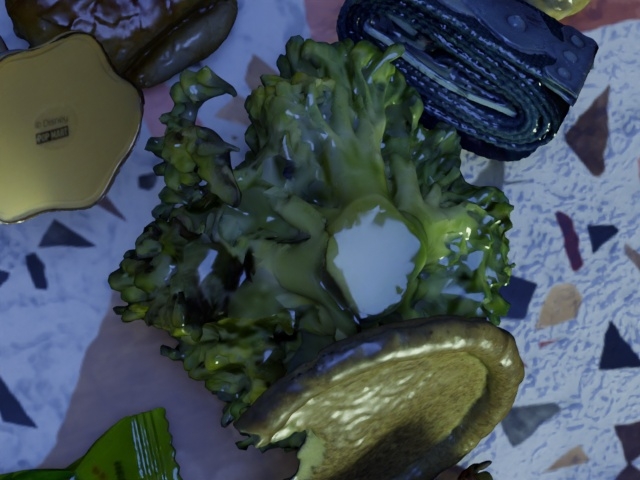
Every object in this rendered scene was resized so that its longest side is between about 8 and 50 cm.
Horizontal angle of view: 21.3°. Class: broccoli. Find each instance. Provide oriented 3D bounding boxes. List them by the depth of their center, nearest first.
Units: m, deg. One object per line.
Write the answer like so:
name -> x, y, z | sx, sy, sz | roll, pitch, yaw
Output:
broccoli -> -0.004, 0.003, 1.411 | 0.334, 0.272, 0.324 | -36, 70, -12

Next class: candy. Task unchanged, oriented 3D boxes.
candy -> -0.231, 0.244, 1.438 | 0.246, 0.069, 0.149 | -17, 81, -3

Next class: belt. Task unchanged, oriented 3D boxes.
belt -> 0.126, -0.172, 1.496 | 0.218, 0.122, 0.128 | 32, 41, -3

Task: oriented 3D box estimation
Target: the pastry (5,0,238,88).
pastry -> -0.174, -0.248, 1.482 | 0.218, 0.100, 0.229 | -20, 88, -8

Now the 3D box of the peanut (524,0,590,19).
peanut -> 0.234, -0.282, 1.534 | 0.093, 0.083, 0.194 | 41, 67, -38

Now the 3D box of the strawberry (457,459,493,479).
strawberry -> 0.069, 0.269, 1.431 | 0.208, 0.167, 0.087 | -30, 80, 11

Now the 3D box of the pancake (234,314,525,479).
pancake -> 0.038, 0.154, 1.355 | 0.288, 0.286, 0.033 | -46, 57, 28

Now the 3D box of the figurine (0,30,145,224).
figurine -> -0.289, -0.107, 1.403 | 0.181, 0.257, 0.208 | -52, 133, -12
